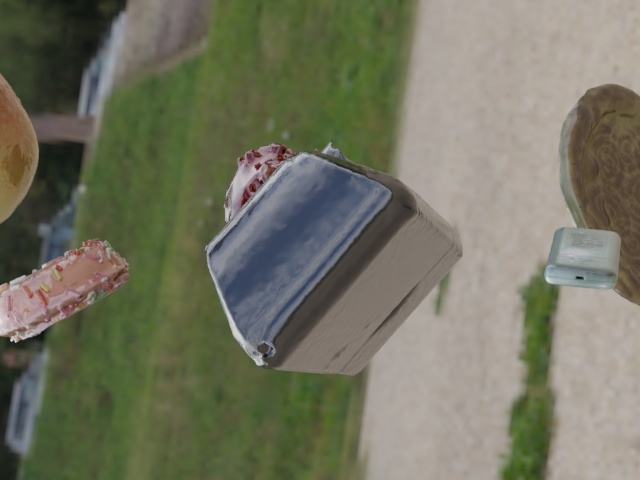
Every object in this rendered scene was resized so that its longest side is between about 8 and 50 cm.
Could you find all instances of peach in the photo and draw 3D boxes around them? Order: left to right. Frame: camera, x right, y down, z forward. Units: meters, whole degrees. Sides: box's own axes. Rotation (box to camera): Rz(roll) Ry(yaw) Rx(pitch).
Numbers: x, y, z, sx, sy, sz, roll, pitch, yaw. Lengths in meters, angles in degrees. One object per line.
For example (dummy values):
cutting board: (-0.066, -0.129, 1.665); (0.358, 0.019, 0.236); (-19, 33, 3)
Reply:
peach: (-0.426, -0.130, 2.086); (0.232, 0.232, 0.233); (-172, 90, -88)

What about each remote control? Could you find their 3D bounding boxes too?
remote control: (0.192, 0.012, 1.304); (0.124, 0.053, 0.018); (-55, -30, -73)

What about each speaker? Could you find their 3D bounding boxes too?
speaker: (-0.009, -0.002, 1.547); (0.180, 0.184, 0.388); (-49, -12, 3)

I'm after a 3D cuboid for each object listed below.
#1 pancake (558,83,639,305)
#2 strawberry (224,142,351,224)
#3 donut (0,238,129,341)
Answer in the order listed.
pancake: (0.332, -0.042, 1.838); (0.031, 0.250, 0.250); (-27, 46, 43)
strawberry: (0.000, 0.000, 2.176); (0.274, 0.220, 0.274); (-18, -90, -80)
donut: (-0.280, 0.051, 1.928); (0.065, 0.166, 0.117); (62, 162, -7)
